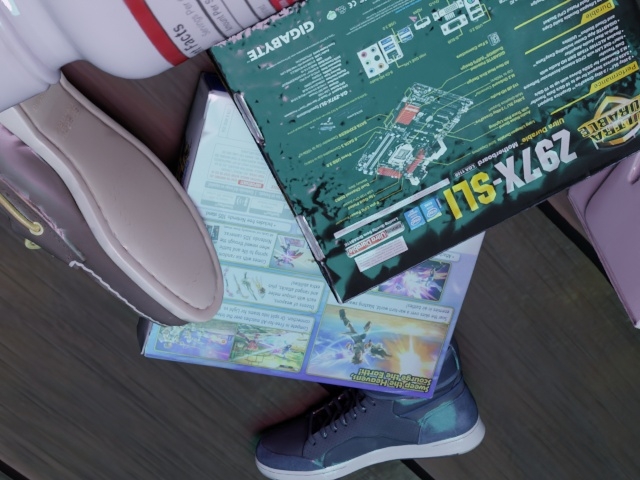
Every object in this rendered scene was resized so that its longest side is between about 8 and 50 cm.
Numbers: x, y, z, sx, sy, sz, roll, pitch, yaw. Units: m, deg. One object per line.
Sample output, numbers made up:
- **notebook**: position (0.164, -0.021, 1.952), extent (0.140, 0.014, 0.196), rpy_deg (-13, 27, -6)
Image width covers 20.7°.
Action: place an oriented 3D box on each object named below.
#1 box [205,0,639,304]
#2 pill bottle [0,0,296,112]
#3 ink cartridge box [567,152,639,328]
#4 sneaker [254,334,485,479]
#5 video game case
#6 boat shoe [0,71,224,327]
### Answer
- **box**: position (0.098, -0.133, 1.389), extent (0.322, 0.079, 0.257), rpy_deg (-28, 118, 0)
- **pill bottle**: position (-0.087, -0.254, 1.182), extent (0.408, 0.229, 0.229), rpy_deg (-27, 131, 4)
- **ink cartridge box**: position (0.401, -0.019, 1.549), extent (0.270, 0.197, 0.198), rpy_deg (17, 123, -27)
- **sneaker**: position (0.030, 0.142, 1.672), extent (0.226, 0.086, 0.163), rpy_deg (-13, 124, 8)
- **video game case**: position (0.000, 0.000, 1.501), extent (0.270, 0.061, 0.244), rpy_deg (10, 110, -17)
- **boat shoe**: position (-0.208, -0.048, 1.381), extent (0.097, 0.116, 0.324), rpy_deg (-31, 111, 32)
